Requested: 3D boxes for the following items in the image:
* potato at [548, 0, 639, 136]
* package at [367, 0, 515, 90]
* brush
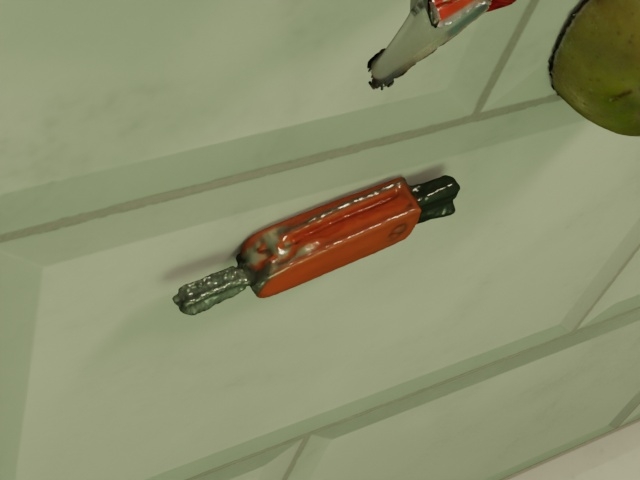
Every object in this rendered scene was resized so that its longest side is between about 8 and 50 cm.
[{"bbox_3d":[0.325,-0.171,1.168,0.182,0.117,0.202,-23,154,-11],"label":"potato"},{"bbox_3d":[0.131,-0.213,0.813,0.269,0.071,0.194,-45,-173,-23],"label":"package"},{"bbox_3d":[0.000,-0.001,1.191,0.323,0.051,0.070,-22,159,-25],"label":"brush"}]
